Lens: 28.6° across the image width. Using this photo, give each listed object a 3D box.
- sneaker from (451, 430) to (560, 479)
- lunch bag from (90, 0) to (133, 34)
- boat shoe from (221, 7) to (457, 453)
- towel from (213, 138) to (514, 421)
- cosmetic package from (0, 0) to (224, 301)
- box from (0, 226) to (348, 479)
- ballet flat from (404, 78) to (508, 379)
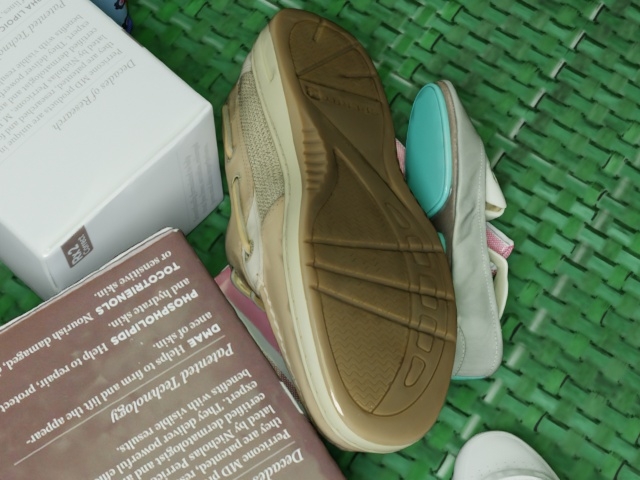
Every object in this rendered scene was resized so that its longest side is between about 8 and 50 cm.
[{"bbox_3d":[0.133,0.194,0.758,0.090,0.095,0.235,-10,40,-4],"label":"sneaker"},{"bbox_3d":[-0.298,-0.243,0.900,0.293,0.221,0.138,-6,68,-3],"label":"lunch bag"},{"bbox_3d":[0.000,0.000,0.830,0.121,0.110,0.341,19,44,-30],"label":"boat shoe"},{"bbox_3d":[0.023,0.023,0.897,0.197,0.029,0.144,-42,73,-15],"label":"towel"},{"bbox_3d":[-0.184,-0.065,0.867,0.183,0.151,0.151,40,73,14],"label":"cosmetic package"},{"bbox_3d":[-0.100,0.137,0.775,0.167,0.168,0.203,-32,72,-13],"label":"box"},{"bbox_3d":[0.096,-0.006,0.866,0.068,0.072,0.213,11,69,-23],"label":"ballet flat"}]
